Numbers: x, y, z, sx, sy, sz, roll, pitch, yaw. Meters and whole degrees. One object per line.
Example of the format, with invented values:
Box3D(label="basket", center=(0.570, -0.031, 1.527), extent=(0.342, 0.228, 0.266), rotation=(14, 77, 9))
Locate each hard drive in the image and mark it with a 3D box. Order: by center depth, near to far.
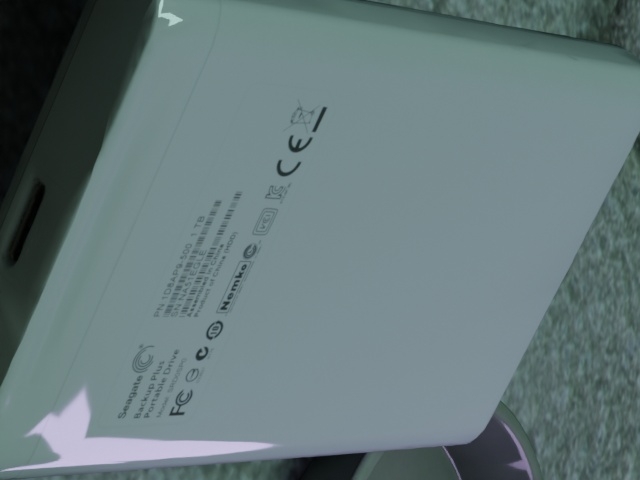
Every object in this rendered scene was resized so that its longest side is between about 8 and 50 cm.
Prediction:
Box3D(label="hard drive", center=(0.000, 0.000, 0.921), extent=(0.353, 0.047, 0.233), rotation=(3, 120, -48))

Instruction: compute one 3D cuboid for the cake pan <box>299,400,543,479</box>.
Box3D(label="cake pan", center=(0.050, 0.228, 1.149), extent=(0.293, 0.054, 0.293), rotation=(-10, 102, -56))
